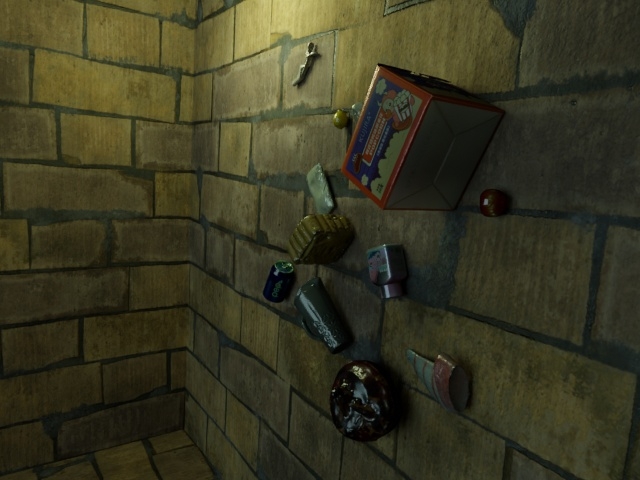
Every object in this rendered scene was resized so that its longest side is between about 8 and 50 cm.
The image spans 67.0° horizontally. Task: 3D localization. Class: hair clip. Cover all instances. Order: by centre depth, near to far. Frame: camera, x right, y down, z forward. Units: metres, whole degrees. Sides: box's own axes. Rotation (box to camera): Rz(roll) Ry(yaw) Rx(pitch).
[{"bbox_3d":[-0.072,-0.783,2.202,0.226,0.034,0.072,-57,49,41],"label":"hair clip"}]

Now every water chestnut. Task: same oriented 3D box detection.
[{"bbox_3d":[0.142,0.584,1.766,0.300,0.300,0.299,5,96,55],"label":"water chestnut"}]

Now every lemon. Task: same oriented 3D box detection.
[{"bbox_3d":[0.081,-0.494,1.974,0.062,0.062,0.083,-8,87,55],"label":"lemon"}]

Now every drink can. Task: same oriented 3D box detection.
[{"bbox_3d":[-0.206,0.204,2.377,0.118,0.118,0.204,52,133,40],"label":"drink can"}]

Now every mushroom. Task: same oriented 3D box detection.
[{"bbox_3d":[0.181,-0.415,1.821,0.092,0.081,0.223,-30,68,32],"label":"mushroom"}]

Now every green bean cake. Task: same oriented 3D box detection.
[{"bbox_3d":[0.000,0.000,1.980,0.229,0.224,0.131,-56,48,36],"label":"green bean cake"}]

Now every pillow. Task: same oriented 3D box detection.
[{"bbox_3d":[-0.003,-0.214,2.119,0.128,0.051,0.229,-40,61,52],"label":"pillow"}]

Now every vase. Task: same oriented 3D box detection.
[{"bbox_3d":[0.010,0.340,2.061,0.300,0.156,0.251,55,131,30],"label":"vase"}]

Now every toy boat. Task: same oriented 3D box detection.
[{"bbox_3d":[0.371,0.449,1.605,0.282,0.096,0.206,12,117,64],"label":"toy boat"}]

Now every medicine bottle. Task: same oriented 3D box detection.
[{"bbox_3d":[0.243,0.113,1.744,0.119,0.094,0.187,-21,74,52],"label":"medicine bottle"}]

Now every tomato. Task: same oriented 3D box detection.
[{"bbox_3d":[0.495,-0.107,1.385,0.075,0.087,0.087,4,96,27],"label":"tomato"}]

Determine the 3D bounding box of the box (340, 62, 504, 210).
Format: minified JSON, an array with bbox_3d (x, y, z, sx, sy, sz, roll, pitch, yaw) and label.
[{"bbox_3d":[0.293,-0.297,1.457,0.257,0.319,0.348,51,132,43],"label":"box"}]
